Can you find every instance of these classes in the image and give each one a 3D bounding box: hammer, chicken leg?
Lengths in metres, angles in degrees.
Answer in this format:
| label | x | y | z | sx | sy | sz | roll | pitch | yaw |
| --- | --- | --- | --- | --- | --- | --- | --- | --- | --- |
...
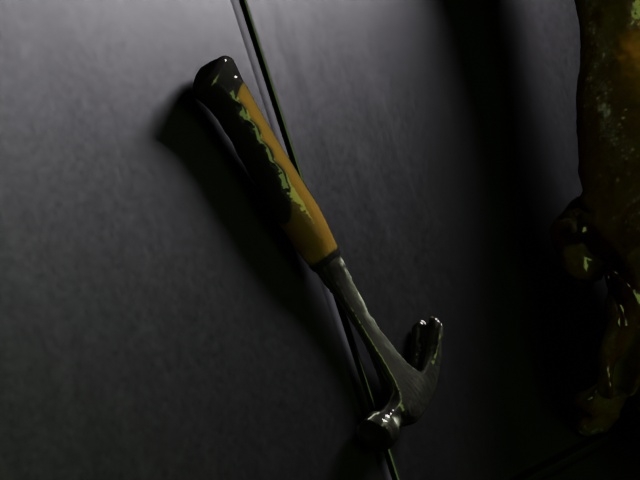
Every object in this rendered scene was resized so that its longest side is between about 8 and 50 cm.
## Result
| label | x | y | z | sx | sy | sz | roll | pitch | yaw |
| --- | --- | --- | --- | --- | --- | --- | --- | --- | --- |
| hammer | 0.000 | 0.000 | 0.700 | 0.078 | 0.021 | 0.201 | -43 | 108 | -45 |
| chicken leg | 0.226 | -0.067 | 0.854 | 0.211 | 0.140 | 0.361 | 1 | 77 | -26 |
